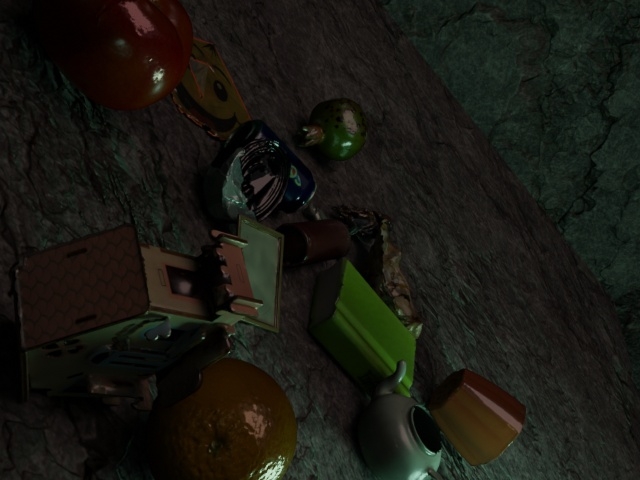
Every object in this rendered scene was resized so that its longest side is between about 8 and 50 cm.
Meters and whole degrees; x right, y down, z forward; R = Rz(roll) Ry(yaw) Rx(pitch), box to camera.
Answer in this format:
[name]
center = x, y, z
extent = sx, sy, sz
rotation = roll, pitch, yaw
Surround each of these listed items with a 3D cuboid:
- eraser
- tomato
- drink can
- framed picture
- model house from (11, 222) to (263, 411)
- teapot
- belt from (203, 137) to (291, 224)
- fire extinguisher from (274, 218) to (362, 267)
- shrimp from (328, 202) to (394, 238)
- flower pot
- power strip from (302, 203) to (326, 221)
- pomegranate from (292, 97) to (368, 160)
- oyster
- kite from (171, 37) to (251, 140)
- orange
[eraser]
center = 0.092, 0.200, 1.960
extent = 0.274, 0.092, 0.210
rotation = 49, 28, -23
[tomato]
center = -0.359, -0.365, 1.594
extent = 0.298, 0.226, 0.298
rotation = 45, 22, -24
[drink can]
center = -0.106, -0.155, 1.947
extent = 0.205, 0.118, 0.118
rotation = 44, 30, -26
[framed picture]
center = -0.119, 0.064, 1.747
extent = 0.136, 0.010, 0.200
rotation = 26, 59, -48
[model house]
center = -0.268, 0.106, 1.162
extent = 0.244, 0.326, 0.169
rotation = 21, 47, -45
[teapot]
center = 0.166, 0.398, 1.834
extent = 0.193, 0.129, 0.294
rotation = 14, 50, -55
[belt]
center = -0.144, -0.115, 1.794
extent = 0.198, 0.078, 0.151
rotation = -53, 127, -29
[fire extinguisher]
center = 0.000, 0.000, 1.988
extent = 0.269, 0.105, 0.104
rotation = -7, 69, -62
[shrimp]
center = 0.094, -0.049, 2.245
extent = 0.233, 0.079, 0.090
rotation = 21, 40, -45
[flower pot]
center = 0.354, 0.397, 2.130
extent = 0.173, 0.191, 0.190
rotation = 44, 28, -8
[power strip]
center = -0.012, -0.053, 2.118
extent = 0.083, 0.035, 0.055
rotation = 50, 24, -49
[pomegranate]
center = 0.026, -0.275, 2.288
extent = 0.205, 0.159, 0.159
rotation = -19, 78, -38
[oyster]
center = 0.165, 0.090, 2.190
extent = 0.166, 0.094, 0.294
rotation = 34, 39, -40
[kite]
center = -0.250, -0.346, 2.015
extent = 0.377, 0.013, 0.327
rotation = 41, 30, -31
[orange]
center = -0.141, 0.277, 1.307
extent = 0.236, 0.236, 0.236
rotation = 42, 31, -32
